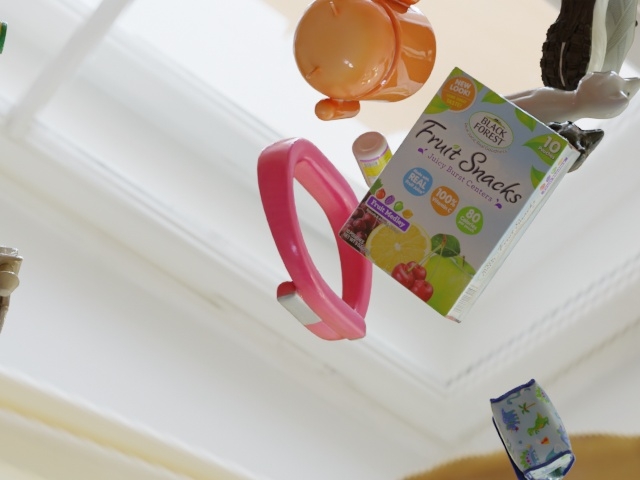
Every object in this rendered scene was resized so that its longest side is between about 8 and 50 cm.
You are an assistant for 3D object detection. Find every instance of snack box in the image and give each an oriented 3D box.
[{"bbox_3d":[0.092,-0.031,1.024,0.141,0.100,0.037,-55,156,5],"label":"snack box"}]

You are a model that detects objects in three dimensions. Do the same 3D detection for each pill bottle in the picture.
[{"bbox_3d":[0.068,-0.087,1.802,0.043,0.083,0.043,-12,-134,13],"label":"pill bottle"}]

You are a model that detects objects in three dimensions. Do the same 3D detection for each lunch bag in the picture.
[{"bbox_3d":[0.314,0.287,2.242,0.096,0.151,0.129,-26,-111,8],"label":"lunch bag"}]

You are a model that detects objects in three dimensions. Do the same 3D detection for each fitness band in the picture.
[{"bbox_3d":[0.000,0.000,1.782,0.054,0.291,0.209,-11,-117,19],"label":"fitness band"}]

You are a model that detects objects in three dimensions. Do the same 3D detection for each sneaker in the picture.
[{"bbox_3d":[0.364,-0.309,1.957,0.100,0.108,0.272,25,-77,46],"label":"sneaker"}]

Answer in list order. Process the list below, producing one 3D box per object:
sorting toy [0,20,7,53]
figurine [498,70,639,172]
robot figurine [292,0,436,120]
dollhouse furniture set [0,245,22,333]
[{"bbox_3d":[-0.494,-0.192,2.161,0.132,0.046,0.275,-121,-136,-65],"label":"sorting toy"},{"bbox_3d":[0.267,-0.127,1.815,0.209,0.092,0.215,-15,-157,43],"label":"figurine"},{"bbox_3d":[0.051,-0.223,1.741,0.158,0.128,0.219,-27,170,27],"label":"robot figurine"},{"bbox_3d":[-0.617,0.118,2.255,0.174,0.303,0.356,-100,-152,-47],"label":"dollhouse furniture set"}]
